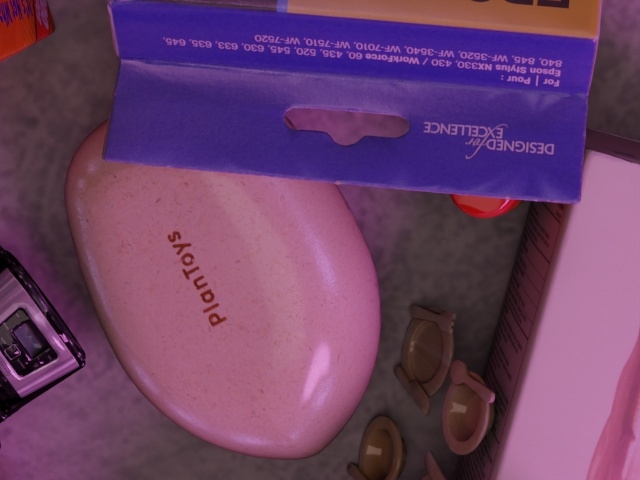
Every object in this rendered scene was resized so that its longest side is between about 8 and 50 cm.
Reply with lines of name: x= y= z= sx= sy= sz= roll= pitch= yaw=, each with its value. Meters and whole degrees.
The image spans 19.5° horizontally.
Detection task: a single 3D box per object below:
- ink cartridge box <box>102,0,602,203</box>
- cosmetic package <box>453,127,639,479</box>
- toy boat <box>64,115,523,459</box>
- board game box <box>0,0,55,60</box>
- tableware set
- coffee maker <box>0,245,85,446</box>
ink cartridge box: x=0.027 y=-0.189 z=1.163 sx=0.303 sy=0.072 sz=0.307 roll=5 pitch=71 yaw=5
cosmetic package: x=0.187 y=0.083 z=1.248 sx=0.129 sy=0.153 sz=0.296 roll=13 pitch=102 yaw=-3
toy boat: x=0.000 y=0.000 z=1.252 sx=0.318 sy=0.148 sz=0.268 roll=-21 pitch=95 yaw=13
board game box: x=-0.402 y=-0.231 z=1.094 sx=0.356 sy=0.356 sz=0.356 roll=-15 pitch=100 yaw=4
tableware set: x=0.071 y=0.132 z=1.272 sx=0.020 sy=0.141 sz=0.169 roll=10 pitch=108 yaw=-28
coffee maker: x=-0.265 y=0.084 z=1.266 sx=0.178 sy=0.171 sz=0.120 roll=-37 pitch=131 yaw=-13
